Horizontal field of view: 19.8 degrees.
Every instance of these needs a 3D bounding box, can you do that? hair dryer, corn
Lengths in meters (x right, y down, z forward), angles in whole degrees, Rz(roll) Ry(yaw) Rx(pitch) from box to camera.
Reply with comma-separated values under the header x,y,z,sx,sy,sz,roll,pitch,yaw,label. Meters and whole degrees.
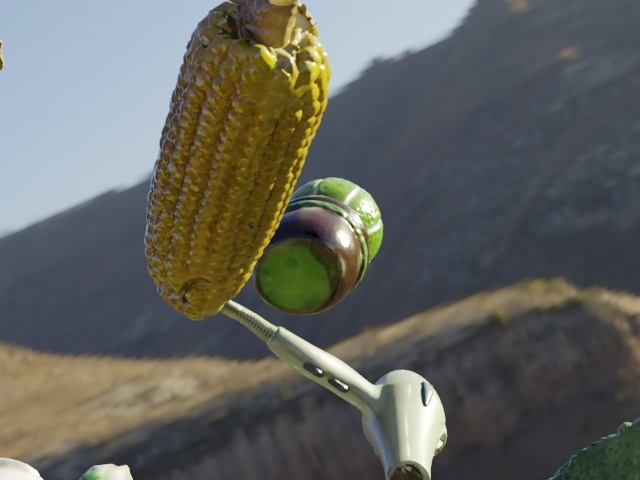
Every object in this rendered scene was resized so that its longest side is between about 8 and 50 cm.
x,y,z,sx,sy,sz,roll,pitch,yaw,label
0.016,0.116,1.341,0.067,0.199,0.167,-54,24,13,hair dryer
-0.058,-0.053,1.160,0.097,0.097,0.262,-24,-32,-40,corn

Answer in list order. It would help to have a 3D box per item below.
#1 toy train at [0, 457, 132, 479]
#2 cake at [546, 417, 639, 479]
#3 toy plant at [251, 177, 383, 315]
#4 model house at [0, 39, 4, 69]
x,y,z,sx,sy,sz,roll,pitch,yaw,label
-0.146,0.247,0.812,0.173,0.249,0.307,-5,29,-1,toy train
0.188,0.225,1.326,0.235,0.100,0.099,-36,39,21,cake
0.000,0.000,1.507,0.093,0.093,0.162,-24,13,22,toy plant
-0.261,-0.054,0.848,0.196,0.160,0.254,-59,0,-37,model house
